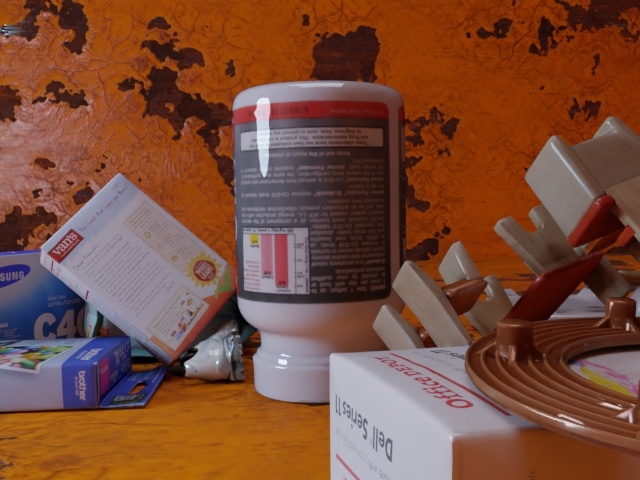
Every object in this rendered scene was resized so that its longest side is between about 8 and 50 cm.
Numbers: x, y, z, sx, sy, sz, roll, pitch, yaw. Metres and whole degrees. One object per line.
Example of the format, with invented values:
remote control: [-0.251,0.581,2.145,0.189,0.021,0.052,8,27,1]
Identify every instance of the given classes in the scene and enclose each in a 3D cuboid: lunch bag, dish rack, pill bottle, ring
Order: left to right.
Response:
lunch bag: [-0.235,0.097,1.232,0.262,0.160,0.223,2,3,-19]
pill bottle: [0.000,0.000,0.951,0.210,0.363,0.210,-1,3,0]
dish rack: [0.410,0.124,1.291,0.285,0.072,0.333,-2,1,1]
ring: [0.251,0.068,0.435,0.336,0.032,0.336,0,6,0]

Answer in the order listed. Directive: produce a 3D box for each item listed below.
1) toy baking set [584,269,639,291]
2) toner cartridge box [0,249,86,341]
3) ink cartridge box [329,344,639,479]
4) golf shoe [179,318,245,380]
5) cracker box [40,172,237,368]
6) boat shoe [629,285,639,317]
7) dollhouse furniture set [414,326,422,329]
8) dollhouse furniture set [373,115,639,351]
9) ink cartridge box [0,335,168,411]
toy baking set: [0.523,0.062,1.187,0.256,0.030,0.197,8,-8,-23]
toner cartridge box: [-0.450,0.097,1.266,0.075,0.165,0.348,0,4,31]
ink cartridge box: [0.132,0.138,0.492,0.353,0.119,0.207,-2,4,-17]
golf shoe: [-0.150,0.150,1.064,0.086,0.069,0.176,-8,2,-7]
cracker box: [-0.243,0.041,1.073,0.156,0.232,0.067,-51,3,-29]
boat shoe: [0.524,0.105,1.021,0.335,0.121,0.119,-1,-3,-38]
dollhouse furniture set: [0.193,0.120,1.322,0.091,0.081,0.114,-2,2,-7]
dollhouse furniture set: [0.214,0.032,0.691,0.262,0.135,0.259,-19,-29,-26]
ink cartridge box: [-0.356,0.162,0.958,0.311,0.065,0.186,0,3,-2]
